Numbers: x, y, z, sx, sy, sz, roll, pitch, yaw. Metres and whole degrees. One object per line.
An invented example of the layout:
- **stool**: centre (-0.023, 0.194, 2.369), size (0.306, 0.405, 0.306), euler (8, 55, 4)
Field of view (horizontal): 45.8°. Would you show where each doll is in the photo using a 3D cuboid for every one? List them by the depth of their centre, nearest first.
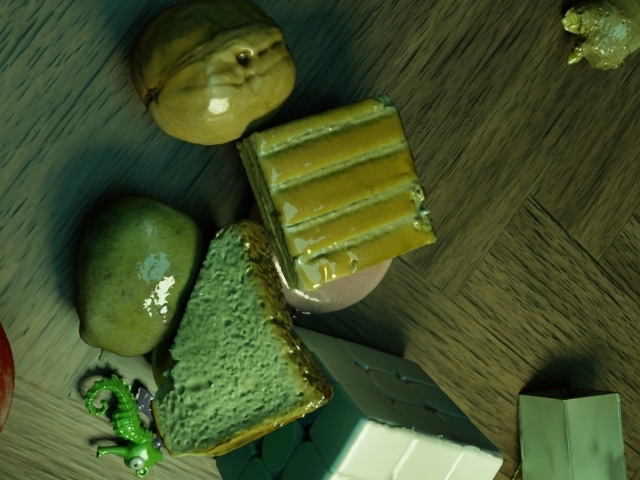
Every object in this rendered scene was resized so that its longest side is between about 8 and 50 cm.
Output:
- **doll**: centre (-0.303, 0.290, 1.180), size (0.115, 0.050, 0.190), euler (-26, 113, -25)

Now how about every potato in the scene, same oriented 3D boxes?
- **potato**: centre (-0.263, 0.060, 1.074), size (0.159, 0.174, 0.251), euler (1, 112, -68)

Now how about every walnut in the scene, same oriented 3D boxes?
- **walnut**: centre (-0.141, -0.234, 1.028), size (0.222, 0.195, 0.195), euler (-28, 115, -25)

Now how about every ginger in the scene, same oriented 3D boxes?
- **ginger**: centre (0.515, -0.388, 1.343), size (0.216, 0.102, 0.157), euler (-46, 112, -7)

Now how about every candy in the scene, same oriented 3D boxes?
- **candy**: centre (0.000, 0.000, 1.213), size (0.256, 0.094, 0.255), euler (-7, 107, -24)

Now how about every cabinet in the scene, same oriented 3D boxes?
- **cabinet**: centre (0.500, 0.408, 1.517), size (0.145, 0.150, 0.206), euler (-1, 84, -25)

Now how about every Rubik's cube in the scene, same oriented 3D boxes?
- **Rubik's cube**: centre (0.051, 0.350, 1.211), size (0.291, 0.290, 0.291), euler (23, 102, -30)

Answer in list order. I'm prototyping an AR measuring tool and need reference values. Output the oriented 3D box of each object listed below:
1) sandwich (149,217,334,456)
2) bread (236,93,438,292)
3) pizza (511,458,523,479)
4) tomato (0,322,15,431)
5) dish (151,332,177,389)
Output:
- **sandwich**: centre (-0.142, 0.145, 1.057), size (0.254, 0.100, 0.288), euler (-24, 82, 21)
- **bread**: centre (0.033, -0.069, 1.090), size (0.246, 0.111, 0.239), euler (-22, 98, -23)
- **pizza**: centre (0.433, 0.560, 1.602), size (0.199, 0.062, 0.188), euler (-39, 115, -10)
- **tomato**: centre (-0.491, 0.144, 0.910), size (0.289, 0.176, 0.334), euler (-56, 131, -47)
- **dish**: centre (-0.136, 0.151, 1.167), size (0.108, 0.221, 0.262), euler (-2, 100, -68)
